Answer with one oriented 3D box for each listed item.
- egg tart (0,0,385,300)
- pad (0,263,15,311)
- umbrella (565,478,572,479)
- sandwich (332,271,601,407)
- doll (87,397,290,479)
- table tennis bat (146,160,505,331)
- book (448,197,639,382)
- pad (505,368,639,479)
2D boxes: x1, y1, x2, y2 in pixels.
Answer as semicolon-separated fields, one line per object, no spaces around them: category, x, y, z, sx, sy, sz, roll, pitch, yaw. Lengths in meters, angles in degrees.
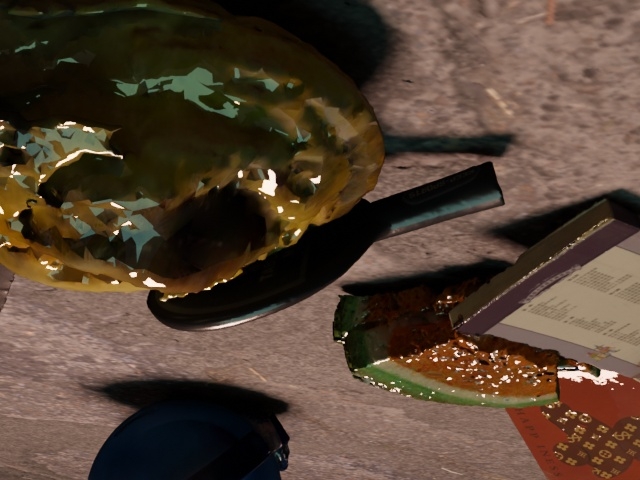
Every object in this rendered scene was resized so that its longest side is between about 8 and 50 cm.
egg tart;-0.114;-0.030;0.656;0.297;0.132;0.297;3;159;1
pad;-0.271;-0.054;0.795;0.315;0.063;0.375;11;149;-19
umbrella;0.360;0.197;1.244;0.272;0.110;0.122;-18;117;45
sandwich;0.141;0.091;1.022;0.235;0.079;0.159;15;157;-30
doll;-0.162;0.311;1.490;0.284;0.240;0.310;-35;179;-9
table tennis bat;0.000;0.000;0.770;0.236;0.150;0.027;-18;113;13
book;0.229;0.045;0.907;0.231;0.026;0.157;18;137;-35
pad;0.284;0.198;1.210;0.181;0.004;0.267;-10;127;36
